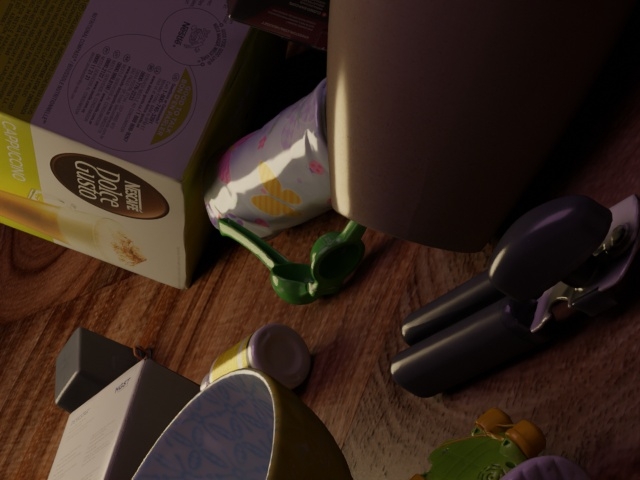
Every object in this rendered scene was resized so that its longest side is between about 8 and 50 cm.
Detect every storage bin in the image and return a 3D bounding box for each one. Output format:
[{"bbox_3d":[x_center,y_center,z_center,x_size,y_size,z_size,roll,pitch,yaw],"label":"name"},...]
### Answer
[{"bbox_3d":[-0.249,0.156,2.031,0.098,0.091,0.135,-53,22,18],"label":"storage bin"}]

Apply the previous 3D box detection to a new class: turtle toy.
[{"bbox_3d":[0.107,0.165,1.189,0.095,0.066,0.130,-39,14,-11],"label":"turtle toy"}]

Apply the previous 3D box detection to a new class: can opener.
[{"bbox_3d":[0.127,0.033,1.283,0.283,0.095,0.076,-34,32,51],"label":"can opener"}]

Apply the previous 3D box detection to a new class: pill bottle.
[{"bbox_3d":[-0.065,0.126,1.663,0.116,0.065,0.065,-35,32,49],"label":"pill bottle"}]

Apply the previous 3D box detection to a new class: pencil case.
[{"bbox_3d":[-0.014,-0.083,1.762,0.273,0.113,0.124,-28,23,56],"label":"pencil case"}]

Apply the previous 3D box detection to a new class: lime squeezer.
[{"bbox_3d":[0.000,0.000,1.669,0.310,0.059,0.110,-22,61,55],"label":"lime squeezer"}]

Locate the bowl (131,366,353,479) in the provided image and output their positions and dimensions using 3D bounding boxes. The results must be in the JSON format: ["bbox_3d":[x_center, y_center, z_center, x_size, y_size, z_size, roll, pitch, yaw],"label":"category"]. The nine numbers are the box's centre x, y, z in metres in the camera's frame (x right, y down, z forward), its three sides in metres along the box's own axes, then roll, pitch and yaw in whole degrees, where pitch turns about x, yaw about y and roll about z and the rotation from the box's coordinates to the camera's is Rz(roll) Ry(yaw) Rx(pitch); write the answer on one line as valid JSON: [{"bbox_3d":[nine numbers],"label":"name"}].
[{"bbox_3d":[-0.051,0.255,1.317,0.289,0.156,0.289,-49,23,29],"label":"bowl"}]

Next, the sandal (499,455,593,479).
[{"bbox_3d":[0.078,0.246,1.117,0.265,0.102,0.076,-48,5,-6],"label":"sandal"}]

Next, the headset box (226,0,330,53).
[{"bbox_3d":[0.050,-0.295,1.674,0.110,0.218,0.293,-97,27,-53],"label":"headset box"}]

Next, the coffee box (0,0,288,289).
[{"bbox_3d":[-0.238,-0.196,1.994,0.337,0.334,0.338,100,-169,-69],"label":"coffee box"}]

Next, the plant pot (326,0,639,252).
[{"bbox_3d":[0.108,-0.138,1.403,0.256,0.256,0.274,-138,63,-70],"label":"plant pot"}]

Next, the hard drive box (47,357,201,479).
[{"bbox_3d":[-0.214,0.261,1.801,0.181,0.089,0.232,-36,31,48],"label":"hard drive box"}]
